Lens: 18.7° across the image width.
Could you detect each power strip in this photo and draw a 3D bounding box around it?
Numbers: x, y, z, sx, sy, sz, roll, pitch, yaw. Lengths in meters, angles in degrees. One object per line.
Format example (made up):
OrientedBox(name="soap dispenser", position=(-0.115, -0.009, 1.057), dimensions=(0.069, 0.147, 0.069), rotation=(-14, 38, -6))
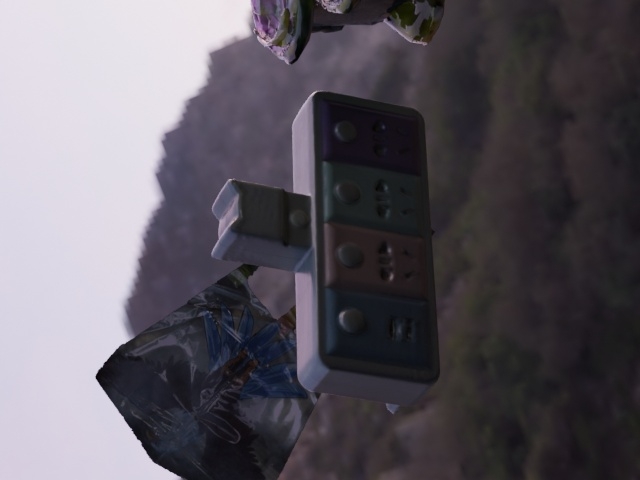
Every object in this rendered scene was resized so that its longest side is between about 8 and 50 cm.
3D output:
OrientedBox(name="power strip", position=(0.000, 0.000, 1.277), dimensions=(0.145, 0.061, 0.216), rotation=(11, -125, -19))

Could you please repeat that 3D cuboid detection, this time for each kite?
OrientedBox(name="kite", position=(-0.042, 0.063, 1.595), dimensions=(0.169, 0.310, 0.015), rotation=(37, 157, -2))

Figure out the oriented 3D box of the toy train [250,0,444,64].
OrientedBox(name="toy train", position=(0.026, -0.221, 1.261), dimensions=(0.261, 0.134, 0.177), rotation=(153, 106, -67))
